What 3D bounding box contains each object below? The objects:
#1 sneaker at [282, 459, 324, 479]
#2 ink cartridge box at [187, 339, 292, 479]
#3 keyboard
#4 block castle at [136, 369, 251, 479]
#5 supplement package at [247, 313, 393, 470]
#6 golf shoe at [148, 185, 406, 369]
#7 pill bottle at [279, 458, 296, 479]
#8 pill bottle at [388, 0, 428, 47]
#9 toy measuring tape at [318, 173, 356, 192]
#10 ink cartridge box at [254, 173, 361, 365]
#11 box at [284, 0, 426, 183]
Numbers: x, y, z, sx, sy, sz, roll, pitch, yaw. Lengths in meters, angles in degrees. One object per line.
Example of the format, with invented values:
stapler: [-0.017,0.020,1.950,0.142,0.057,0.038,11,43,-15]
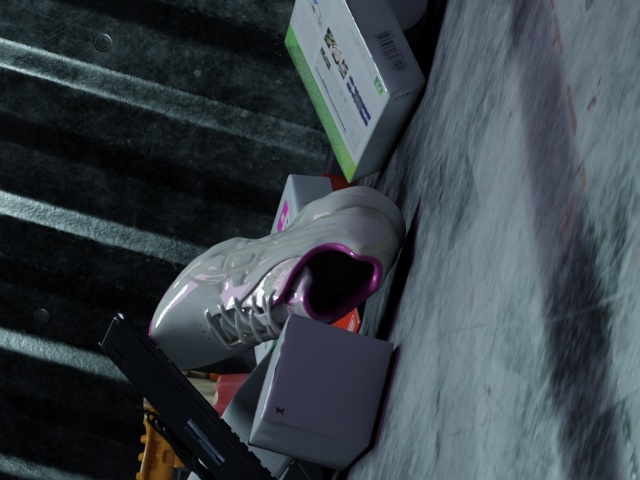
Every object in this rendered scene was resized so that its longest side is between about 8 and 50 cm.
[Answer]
sneaker: [-0.031,0.305,1.800,0.152,0.053,0.061,-64,1,21]
ink cartridge box: [-0.057,0.204,1.782,0.154,0.093,0.212,-53,-4,-44]
keyboard: [-0.120,0.213,1.666,0.033,0.317,0.201,-40,-5,-25]
block castle: [-0.162,0.365,2.374,0.453,0.212,0.303,100,177,-76]
supplement package: [-0.003,0.151,1.519,0.179,0.105,0.105,113,173,-74]
golf shoe: [-0.053,0.055,1.610,0.306,0.115,0.140,-31,21,16]
pill bottle: [-0.035,0.252,1.942,0.065,0.065,0.116,-89,14,-77]
pill bottle: [0.082,-0.305,2.151,0.208,0.119,0.119,124,161,-81]
toy measuring tape: [0.000,0.000,2.142,0.330,0.121,0.121,-80,6,-57]
ink cartridge box: [-0.027,0.095,2.007,0.275,0.060,0.239,109,158,-46]
box: [0.038,-0.234,2.047,0.322,0.058,0.232,118,129,-70]
